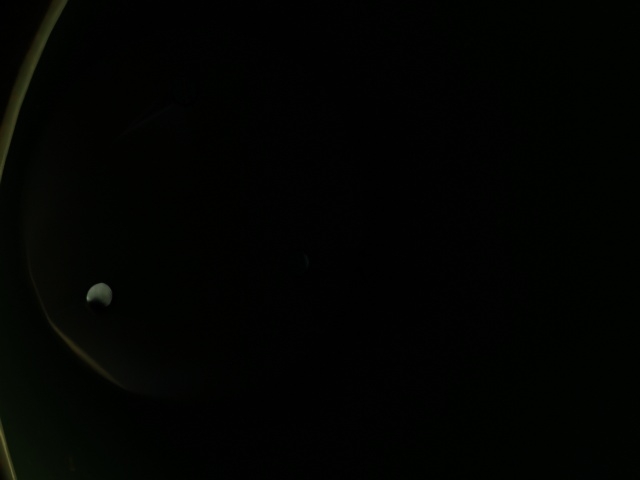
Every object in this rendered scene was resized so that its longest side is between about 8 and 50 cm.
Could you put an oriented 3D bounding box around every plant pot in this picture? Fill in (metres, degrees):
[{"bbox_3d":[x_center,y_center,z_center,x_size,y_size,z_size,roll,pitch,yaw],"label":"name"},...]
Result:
[{"bbox_3d":[0.000,0.000,0.584,0.195,0.290,0.290,13,-65,61],"label":"plant pot"}]

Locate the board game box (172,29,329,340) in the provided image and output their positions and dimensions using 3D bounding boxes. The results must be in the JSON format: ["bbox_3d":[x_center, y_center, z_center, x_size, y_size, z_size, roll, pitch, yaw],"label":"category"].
[{"bbox_3d":[0.010,-0.006,0.856,0.316,0.064,0.242,-47,127,-69],"label":"board game box"}]
